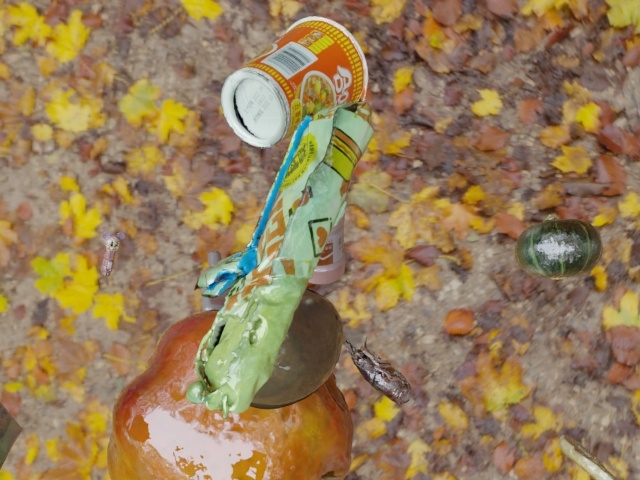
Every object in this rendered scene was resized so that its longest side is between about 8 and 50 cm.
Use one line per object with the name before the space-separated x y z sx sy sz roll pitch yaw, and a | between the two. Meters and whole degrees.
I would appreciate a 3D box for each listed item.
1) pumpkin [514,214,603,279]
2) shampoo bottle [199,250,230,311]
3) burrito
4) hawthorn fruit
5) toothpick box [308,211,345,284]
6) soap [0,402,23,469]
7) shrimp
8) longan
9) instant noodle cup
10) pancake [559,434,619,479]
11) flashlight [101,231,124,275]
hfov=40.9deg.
pumpkin | 0.463 0.016 1.670 0.167 0.167 0.125 9 96 22
shampoo bottle | -0.229 0.098 1.912 0.040 0.080 0.165 120 148 -47
burrito | -0.041 0.005 0.700 0.104 0.054 0.288 -1 60 47
hawthorn fruit | -0.155 0.357 1.626 0.471 0.472 0.472 1 93 23
toothpick box | 0.000 0.000 1.701 0.098 0.098 0.149 16 130 21
soap | -0.570 0.278 1.269 0.138 0.182 0.199 -31 108 6
shrimp | 0.119 0.270 1.802 0.190 0.073 0.075 38 132 0
longan | -0.070 0.162 1.327 0.196 0.220 0.196 20 121 36
instant noodle cup | -0.049 -0.248 1.415 0.193 0.212 0.193 18 126 26
pancake | 0.366 0.308 1.097 0.158 0.158 0.028 44 92 15
flashlight | -0.470 0.031 1.919 0.031 0.052 0.110 48 128 51
